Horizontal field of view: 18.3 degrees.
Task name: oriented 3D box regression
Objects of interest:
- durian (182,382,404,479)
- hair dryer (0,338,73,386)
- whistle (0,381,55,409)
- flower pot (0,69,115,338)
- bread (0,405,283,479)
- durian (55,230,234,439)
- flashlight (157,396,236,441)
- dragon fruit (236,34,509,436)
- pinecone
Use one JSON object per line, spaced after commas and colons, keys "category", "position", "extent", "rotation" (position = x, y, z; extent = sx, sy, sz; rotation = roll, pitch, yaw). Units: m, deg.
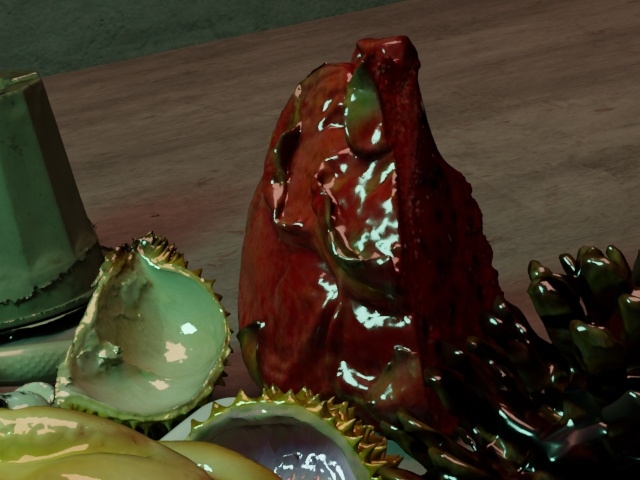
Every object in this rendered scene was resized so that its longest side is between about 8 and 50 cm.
{"category": "durian", "position": [-0.022, 0.187, 1.512], "extent": [0.182, 0.165, 0.132], "rotation": [-33, 33, 42]}
{"category": "hair dryer", "position": [-0.359, 0.124, 1.973], "extent": [0.298, 0.119, 0.296], "rotation": [-4, 4, -44]}
{"category": "whistle", "position": [-0.332, 0.185, 1.743], "extent": [0.235, 0.077, 0.114], "rotation": [-16, 42, -13]}
{"category": "flower pot", "position": [-0.369, -0.047, 2.208], "extent": [0.290, 0.259, 0.290], "rotation": [-10, 15, 3]}
{"category": "bread", "position": [-0.163, 0.233, 1.180], "extent": [0.315, 0.211, 0.270], "rotation": [-1, 60, 15]}
{"category": "durian", "position": [-0.158, 0.096, 1.798], "extent": [0.144, 0.139, 0.252], "rotation": [-12, 44, 39]}
{"category": "flashlight", "position": [-0.115, 0.185, 1.668], "extent": [0.093, 0.047, 0.200], "rotation": [0, 17, 28]}
{"category": "dragon fruit", "position": [-0.005, 0.004, 1.737], "extent": [0.286, 0.329, 0.228], "rotation": [1, 26, 28]}
{"category": "pinecone", "position": [0.163, 0.131, 1.281], "extent": [0.246, 0.292, 0.246], "rotation": [26, -4, 2]}
